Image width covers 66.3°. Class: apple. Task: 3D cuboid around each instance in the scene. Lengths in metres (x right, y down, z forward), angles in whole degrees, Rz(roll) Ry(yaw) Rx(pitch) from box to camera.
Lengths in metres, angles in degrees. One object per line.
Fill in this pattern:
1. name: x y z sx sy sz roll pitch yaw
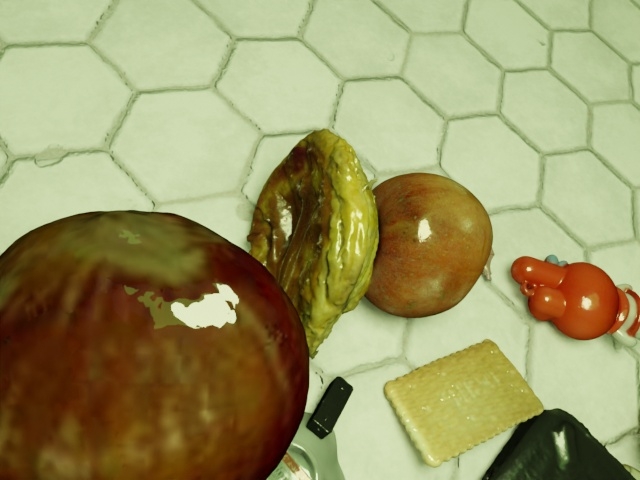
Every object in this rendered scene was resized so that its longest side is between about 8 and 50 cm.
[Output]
1. apple: 0.176 0.010 0.858 0.253 0.253 0.253 6 66 -13

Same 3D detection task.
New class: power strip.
1. power strip: 0.016 0.268 0.792 0.038 0.029 0.111 40 34 4

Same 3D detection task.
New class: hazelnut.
1. hazelnut: -0.215 0.148 0.608 0.421 0.421 0.353 36 24 1

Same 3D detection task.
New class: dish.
1. dish: -0.059 0.355 0.731 0.229 0.081 0.229 6 66 -13

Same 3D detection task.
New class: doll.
1. doll: 0.511 0.117 0.963 0.290 0.130 0.161 17 64 -2

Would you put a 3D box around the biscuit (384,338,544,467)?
1. biscuit: 0.249 0.276 0.856 0.250 0.030 0.160 -17 52 -21

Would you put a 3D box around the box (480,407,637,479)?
1. box: 0.404 0.505 0.790 0.350 0.091 0.359 -39 80 -26

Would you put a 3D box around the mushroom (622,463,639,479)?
1. mushroom: 0.622 0.490 0.880 0.059 0.054 0.202 -35 75 -30

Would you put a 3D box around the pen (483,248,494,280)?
1. pen: 0.322 -0.008 1.017 0.053 0.032 0.197 -2 66 -17

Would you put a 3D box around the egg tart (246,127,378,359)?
1. egg tart: 0.000 0.000 0.785 0.153 0.339 0.351 9 56 -31
